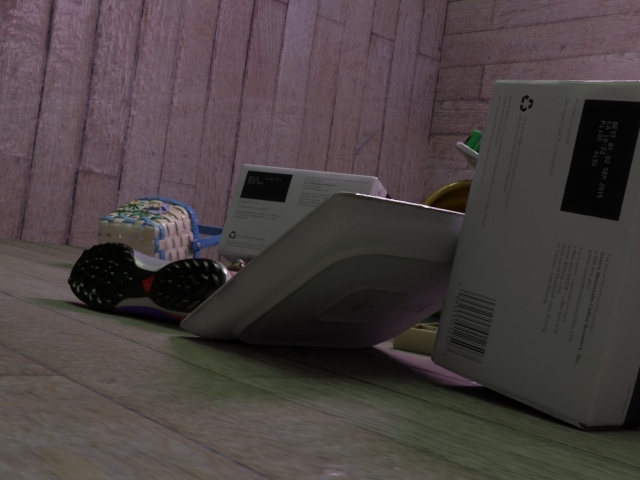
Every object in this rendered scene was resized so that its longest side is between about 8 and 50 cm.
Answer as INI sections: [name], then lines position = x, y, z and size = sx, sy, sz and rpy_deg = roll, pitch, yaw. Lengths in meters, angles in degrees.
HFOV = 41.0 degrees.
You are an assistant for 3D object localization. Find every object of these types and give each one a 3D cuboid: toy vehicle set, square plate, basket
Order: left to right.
[basket]
position = -0.385, -0.008, 2.121
size = 0.255, 0.201, 0.289
rpy_deg = 7, 9, 26
[square plate]
position = 0.052, 0.063, 1.093
size = 0.344, 0.049, 0.347
rpy_deg = 9, -33, -38
[toy vehicle set]
position = 0.246, 0.165, 1.386
size = 0.166, 0.035, 0.267
rpy_deg = 8, 0, 28

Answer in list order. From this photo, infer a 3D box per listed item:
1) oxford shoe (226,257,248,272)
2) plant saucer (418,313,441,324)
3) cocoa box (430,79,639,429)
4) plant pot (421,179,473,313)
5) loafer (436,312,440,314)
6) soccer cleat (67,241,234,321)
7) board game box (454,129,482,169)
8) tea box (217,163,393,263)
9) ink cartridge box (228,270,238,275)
[oxford shoe]
position = -0.137, 0.083, 1.604
size = 0.227, 0.096, 0.083
rpy_deg = 10, -2, 7
[plant saucer]
position = 0.230, 0.163, 1.645
size = 0.195, 0.037, 0.195
rpy_deg = 7, 0, 0
[cocoa box]
position = 0.315, 0.012, 0.970
size = 0.228, 0.347, 0.231
rpy_deg = 9, 4, -38
[plant pot]
position = 0.270, 0.040, 1.623
size = 0.254, 0.254, 0.239
rpy_deg = 8, -16, -5
[loafer]
position = 0.271, 0.095, 1.796
size = 0.319, 0.112, 0.111
rpy_deg = -14, -4, -11
[soccer cleat]
position = -0.243, 0.076, 1.276
size = 0.318, 0.108, 0.116
rpy_deg = 5, -24, 32
[board game box]
position = 0.468, -0.036, 1.598
size = 0.390, 0.050, 0.390
rpy_deg = 39, 4, 33
[tea box]
position = 0.000, 0.000, 1.936
size = 0.329, 0.220, 0.323
rpy_deg = 8, -17, 25
[ink cartridge box]
position = -0.100, 0.098, 1.489
size = 0.175, 0.072, 0.127
rpy_deg = 7, -1, 8
